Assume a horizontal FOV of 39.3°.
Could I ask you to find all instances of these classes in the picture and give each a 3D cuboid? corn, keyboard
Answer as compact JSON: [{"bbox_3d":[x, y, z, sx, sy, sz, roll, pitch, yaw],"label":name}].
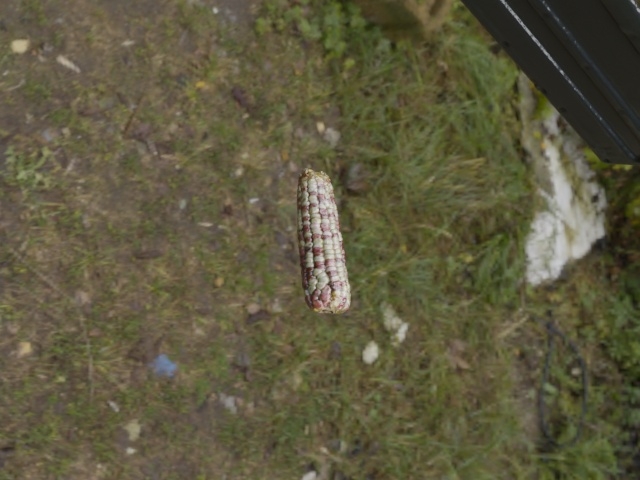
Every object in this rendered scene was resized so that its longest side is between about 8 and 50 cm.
[{"bbox_3d":[0.000,0.000,1.395,0.079,0.079,0.237,6,71,-44],"label":"corn"},{"bbox_3d":[0.093,-0.130,0.439,0.381,0.103,0.041,27,78,-41],"label":"keyboard"}]
